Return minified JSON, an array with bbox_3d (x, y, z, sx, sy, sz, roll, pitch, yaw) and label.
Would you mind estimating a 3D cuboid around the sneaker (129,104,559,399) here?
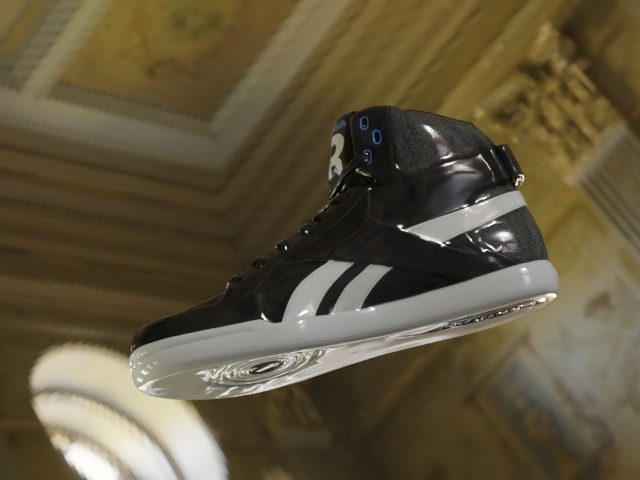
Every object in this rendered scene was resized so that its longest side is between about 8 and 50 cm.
[{"bbox_3d":[0.000,0.000,0.849,0.217,0.121,0.079,-12,-17,-17],"label":"sneaker"}]
